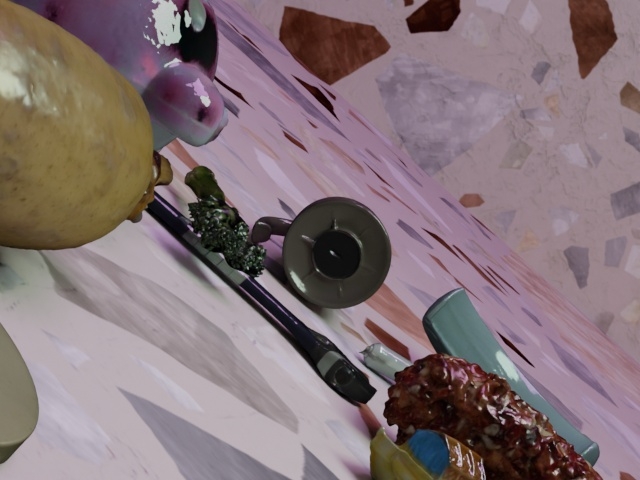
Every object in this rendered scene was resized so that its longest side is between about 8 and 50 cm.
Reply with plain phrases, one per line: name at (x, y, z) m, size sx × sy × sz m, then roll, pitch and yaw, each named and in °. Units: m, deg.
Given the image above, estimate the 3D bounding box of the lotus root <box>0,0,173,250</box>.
lotus root at (-0.203, -0.069, 1.164) m, size 0.169 × 0.151 × 0.343 m, roll 29°, pitch -1°, yaw 29°

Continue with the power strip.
power strip at (0.197, 0.163, 1.885) m, size 0.253 × 0.054 × 0.167 m, roll 50°, pitch -6°, yaw 11°

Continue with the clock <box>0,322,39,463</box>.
clock at (-0.240, 0.027, 0.942) m, size 0.235 × 0.029 × 0.235 m, roll 42°, pitch 10°, yaw -9°

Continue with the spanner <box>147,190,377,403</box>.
spanner at (-0.071, 0.031, 1.645) m, size 0.316 × 0.024 × 0.087 m, roll 41°, pitch 7°, yaw 7°

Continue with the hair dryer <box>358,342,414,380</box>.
hair dryer at (0.093, 0.132, 1.790) m, size 0.137 × 0.047 × 0.082 m, roll 30°, pitch 11°, yaw -20°

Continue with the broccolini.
broccolini at (-0.100, -0.023, 1.661) m, size 0.058 × 0.071 × 0.254 m, roll -6°, pitch 14°, yaw -13°

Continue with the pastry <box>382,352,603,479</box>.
pastry at (0.143, 0.172, 1.567) m, size 0.208 × 0.115 × 0.097 m, roll 39°, pitch 16°, yaw -9°

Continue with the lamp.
lamp at (-0.168, -0.178, 1.535) m, size 0.247 × 0.247 × 0.301 m, roll 36°, pitch 4°, yaw -2°

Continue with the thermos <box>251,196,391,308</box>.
thermos at (0.000, 0.000, 1.875) m, size 0.137 × 0.105 × 0.193 m, roll 10°, pitch 7°, yaw -1°

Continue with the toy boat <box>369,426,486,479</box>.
toy boat at (0.098, 0.188, 1.461) m, size 0.172 × 0.066 × 0.065 m, roll 34°, pitch 9°, yaw -43°
